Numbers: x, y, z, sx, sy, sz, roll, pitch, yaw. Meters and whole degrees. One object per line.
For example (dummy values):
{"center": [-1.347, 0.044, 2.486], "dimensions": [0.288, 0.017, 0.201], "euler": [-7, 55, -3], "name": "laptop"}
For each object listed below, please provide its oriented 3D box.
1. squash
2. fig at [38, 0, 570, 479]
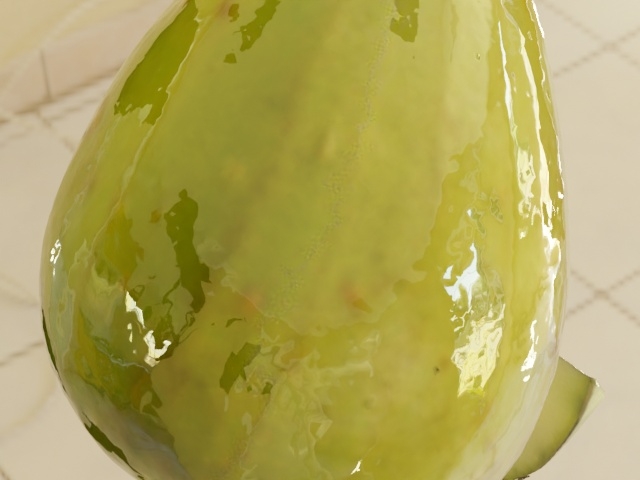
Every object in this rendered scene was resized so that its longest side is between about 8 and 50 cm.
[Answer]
{"center": [0.151, 0.146, 1.692], "dimensions": [0.237, 0.204, 0.155], "euler": [39, 91, 32], "name": "squash"}
{"center": [0.005, -0.017, 0.872], "dimensions": [0.258, 0.326, 0.258], "euler": [15, 8, -2], "name": "fig"}
